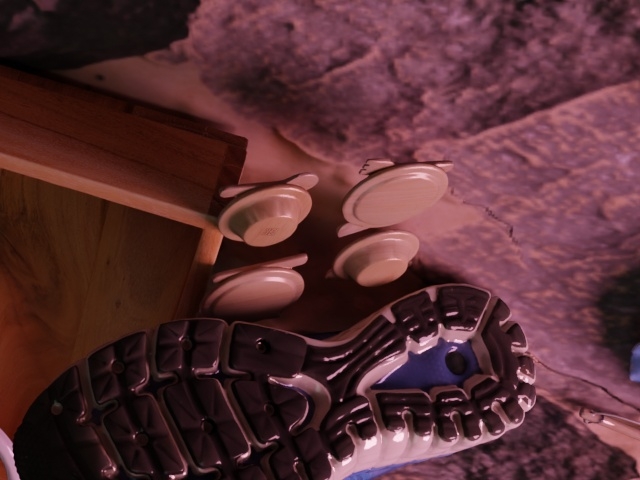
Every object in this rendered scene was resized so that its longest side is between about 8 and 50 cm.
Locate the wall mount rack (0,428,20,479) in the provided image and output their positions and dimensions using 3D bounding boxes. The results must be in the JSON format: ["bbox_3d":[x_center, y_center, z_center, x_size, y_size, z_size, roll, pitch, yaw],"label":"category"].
[{"bbox_3d":[-0.225,0.287,1.353,0.304,0.130,0.350,12,126,14],"label":"wall mount rack"}]

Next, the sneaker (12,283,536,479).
[{"bbox_3d":[-0.033,0.116,1.207,0.330,0.130,0.147,-7,163,-30],"label":"sneaker"}]

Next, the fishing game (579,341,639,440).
[{"bbox_3d":[0.286,0.081,1.224,0.189,0.041,0.264,19,149,-7],"label":"fishing game"}]

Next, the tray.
[{"bbox_3d":[-0.190,0.055,1.298,0.203,0.076,0.411,17,140,-4],"label":"tray"}]

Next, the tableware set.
[{"bbox_3d":[0.000,0.000,1.158,0.141,0.020,0.168,-10,151,-15],"label":"tableware set"}]
